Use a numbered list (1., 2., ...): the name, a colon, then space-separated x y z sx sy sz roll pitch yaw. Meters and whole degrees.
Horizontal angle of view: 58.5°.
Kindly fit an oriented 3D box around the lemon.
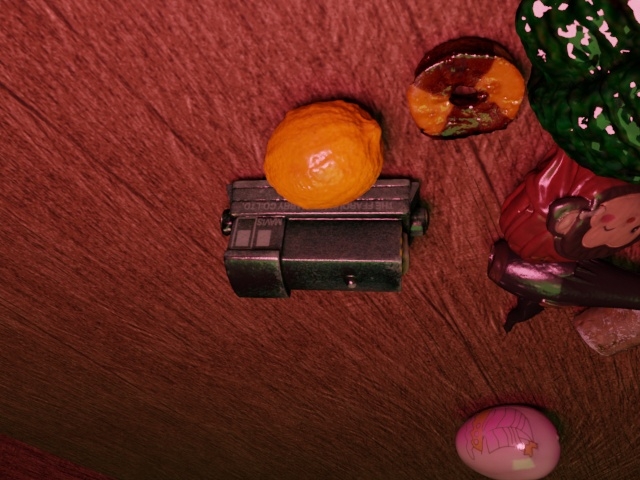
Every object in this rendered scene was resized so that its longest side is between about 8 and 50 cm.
1. lemon: -0.001 -0.111 0.760 0.187 0.142 0.142 -13 140 32

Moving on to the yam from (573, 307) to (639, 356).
1. yam: 0.566 0.143 1.050 0.107 0.107 0.194 21 141 -19

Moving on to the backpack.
1. backpack: 0.360 -0.047 0.808 0.229 0.139 0.229 -12 148 -7

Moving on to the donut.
1. donut: 0.176 -0.185 0.705 0.140 0.059 0.140 4 143 3

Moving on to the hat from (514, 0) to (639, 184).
1. hat: 0.285 -0.225 0.514 0.332 0.242 0.274 40 120 -19

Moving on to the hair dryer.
1. hair dryer: 0.427 0.114 1.043 0.303 0.120 0.359 11 155 4

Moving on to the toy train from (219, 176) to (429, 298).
1. toy train: 0.000 0.000 0.875 0.330 0.178 0.139 1 142 8

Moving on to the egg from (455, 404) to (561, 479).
1. egg: 0.487 0.529 1.501 0.271 0.196 0.196 -1 145 32
